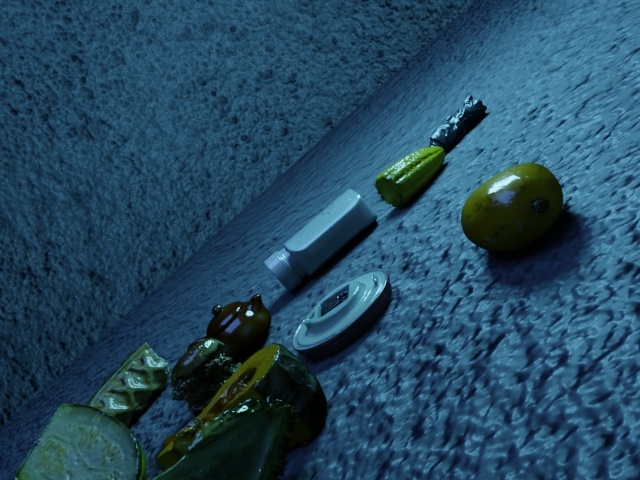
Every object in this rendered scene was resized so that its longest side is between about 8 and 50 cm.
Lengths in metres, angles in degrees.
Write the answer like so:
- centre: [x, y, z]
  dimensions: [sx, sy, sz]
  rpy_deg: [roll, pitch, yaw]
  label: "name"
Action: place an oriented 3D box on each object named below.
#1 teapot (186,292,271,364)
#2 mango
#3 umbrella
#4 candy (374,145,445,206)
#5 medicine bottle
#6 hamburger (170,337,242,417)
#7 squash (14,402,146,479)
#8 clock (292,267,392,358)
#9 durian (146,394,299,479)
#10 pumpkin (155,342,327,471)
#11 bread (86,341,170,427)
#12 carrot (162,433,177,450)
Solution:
- centre: [-0.225, 0.218, 1.938]
  dimensions: [0.252, 0.135, 0.178]
  rpy_deg: [-37, 10, 12]
  label: "teapot"
- centre: [0.323, -0.059, 1.403]
  dimensions: [0.176, 0.119, 0.317]
  rpy_deg: [-42, 5, 4]
  label: "mango"
- centre: [0.348, -0.285, 2.153]
  dimensions: [0.066, 0.059, 0.235]
  rpy_deg: [34, 73, 32]
  label: "umbrella"
- centre: [0.235, -0.174, 2.035]
  dimensions: [0.199, 0.094, 0.106]
  rpy_deg: [-39, 7, -21]
  label: "candy"
- centre: [0.000, 0.000, 2.077]
  dimensions: [0.296, 0.111, 0.161]
  rpy_deg: [-40, 12, -5]
  label: "medicine bottle"
- centre: [-0.265, 0.298, 1.798]
  dimensions: [0.185, 0.131, 0.159]
  rpy_deg: [-40, 10, 17]
  label: "hamburger"
- centre: [-0.483, 0.473, 1.674]
  dimensions: [0.233, 0.210, 0.309]
  rpy_deg: [-59, 15, -20]
  label: "squash"
- centre: [0.041, 0.140, 1.634]
  dimensions: [0.244, 0.056, 0.244]
  rpy_deg: [-38, 14, 11]
  label: "clock"
- centre: [-0.178, 0.378, 1.175]
  dimensions: [0.394, 0.198, 0.163]
  rpy_deg: [-43, 12, -18]
  label: "durian"
- centre: [-0.119, 0.310, 1.358]
  dimensions: [0.280, 0.139, 0.190]
  rpy_deg: [-48, 15, -23]
  label: "pumpkin"
- centre: [-0.514, 0.404, 2.138]
  dimensions: [0.267, 0.130, 0.152]
  rpy_deg: [-49, 21, -29]
  label: "bread"
- centre: [-0.259, 0.424, 1.547]
  dimensions: [0.066, 0.062, 0.271]
  rpy_deg: [-10, 9, -18]
  label: "carrot"
